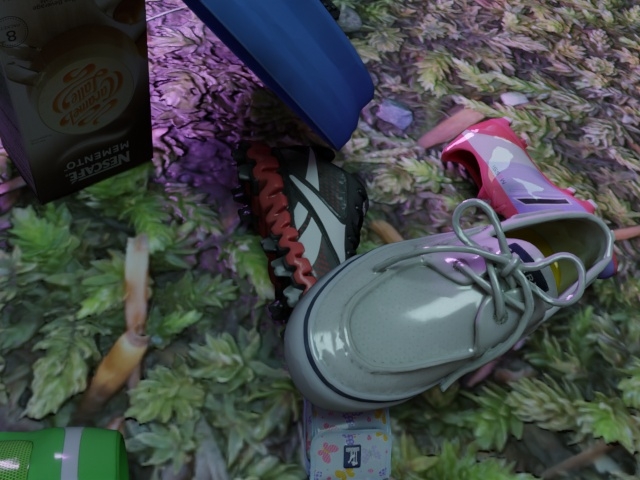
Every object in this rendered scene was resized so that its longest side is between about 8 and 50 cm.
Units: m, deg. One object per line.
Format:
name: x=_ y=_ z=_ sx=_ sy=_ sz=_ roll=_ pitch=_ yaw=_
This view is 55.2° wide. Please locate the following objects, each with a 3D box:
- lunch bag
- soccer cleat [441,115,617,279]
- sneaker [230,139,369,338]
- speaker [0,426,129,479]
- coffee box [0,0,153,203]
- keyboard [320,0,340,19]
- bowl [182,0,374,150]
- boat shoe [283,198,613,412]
lunch bag: x=0.023 y=0.162 z=0.520 sx=0.071 sy=0.053 sz=0.083 roll=4 pitch=59 yaw=-8
soccer cleat: x=0.242 y=-0.044 z=0.723 sx=0.095 sy=0.083 sz=0.248 roll=-28 pitch=62 yaw=-4
sneaker: x=0.000 y=0.000 z=0.614 sx=0.135 sy=0.097 sz=0.276 roll=-10 pitch=53 yaw=-16
speaker: x=-0.276 y=0.197 z=0.383 sx=0.297 sy=0.131 sz=0.131 roll=-5 pitch=53 yaw=-15
coffee box: x=-0.251 y=-0.172 z=0.603 sx=0.141 sy=0.246 sz=0.098 roll=-30 pitch=64 yaw=-29
keyboard: x=-0.067 y=-0.357 z=0.936 sx=0.180 sy=0.023 sz=0.108 roll=-26 pitch=61 yaw=-29
bowl: x=-0.094 y=-0.257 z=0.636 sx=0.077 sy=0.391 sz=0.391 roll=-45 pitch=66 yaw=6
boat shoe: x=0.146 y=0.039 z=0.527 sx=0.367 sy=0.156 sz=0.135 roll=-12 pitch=75 yaw=-37
